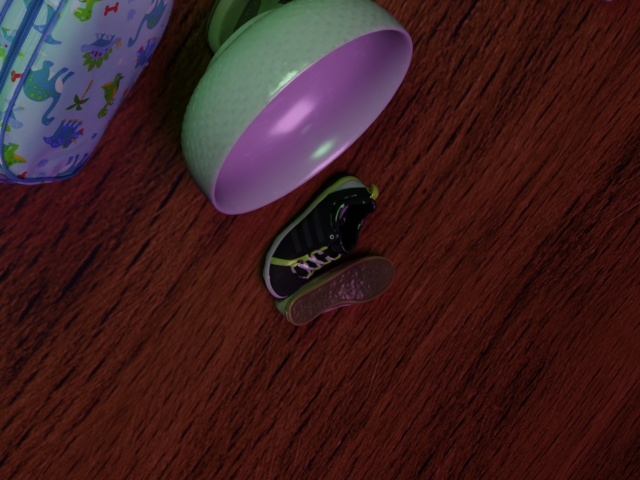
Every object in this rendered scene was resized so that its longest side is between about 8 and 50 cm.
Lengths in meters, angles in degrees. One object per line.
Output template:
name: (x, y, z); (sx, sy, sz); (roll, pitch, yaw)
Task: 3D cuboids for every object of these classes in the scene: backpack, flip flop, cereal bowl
backpack: (-0.304, -0.233, 1.100); (0.355, 0.273, 0.290); (-41, 177, 13)
flip flop: (-0.056, -0.346, 1.317); (0.112, 0.080, 0.277); (18, 107, -42)
cereal bowl: (-0.050, -0.194, 1.340); (0.339, 0.141, 0.339); (-38, 165, -12)

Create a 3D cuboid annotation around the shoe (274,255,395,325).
shoe: (0.024, 0.075, 1.684); (0.219, 0.058, 0.077); (-20, 109, -29)

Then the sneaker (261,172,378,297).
sneaker: (0.000, 0.000, 1.579); (0.084, 0.097, 0.235); (28, 101, -43)
